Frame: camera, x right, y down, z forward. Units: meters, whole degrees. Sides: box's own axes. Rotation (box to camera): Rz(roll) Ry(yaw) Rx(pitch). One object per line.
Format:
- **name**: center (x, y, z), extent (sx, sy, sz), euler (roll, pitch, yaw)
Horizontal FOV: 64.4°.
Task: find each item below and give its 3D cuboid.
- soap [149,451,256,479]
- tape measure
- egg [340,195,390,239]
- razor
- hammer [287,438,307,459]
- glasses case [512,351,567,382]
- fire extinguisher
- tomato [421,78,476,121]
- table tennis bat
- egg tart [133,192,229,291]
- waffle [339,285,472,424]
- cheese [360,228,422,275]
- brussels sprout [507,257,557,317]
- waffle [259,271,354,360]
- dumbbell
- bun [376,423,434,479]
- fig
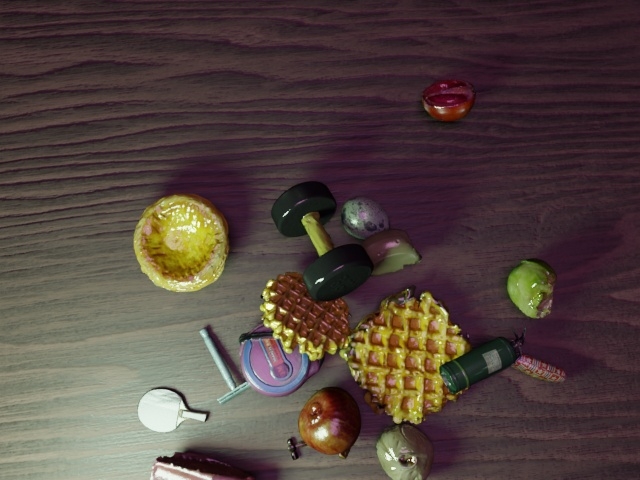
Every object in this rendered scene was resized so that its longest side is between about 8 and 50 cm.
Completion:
- **soap**: center (-0.328, 0.703, 1.465), extent (0.290, 0.182, 0.112), euler (13, 79, 8)
- **tape measure**: center (-0.121, 0.350, 1.545), extent (0.246, 0.149, 0.231), euler (-22, 78, -11)
- **egg**: center (0.145, -0.066, 1.614), extent (0.172, 0.132, 0.132), euler (33, 82, -7)
- **razor**: center (-0.315, 0.379, 1.581), extent (0.106, 0.068, 0.231), euler (-32, 77, -6)
- **hammer**: center (-0.012, 0.618, 1.560), extent (0.179, 0.021, 0.065), euler (-15, 81, -5)
- **glasses case**: center (0.661, 0.393, 1.567), extent (0.195, 0.073, 0.049), euler (20, 74, 4)
- **fire extinguisher**: center (0.499, 0.353, 1.511), extent (0.295, 0.093, 0.118), euler (-23, 98, -12)
- **tomato**: center (0.429, -0.457, 1.700), extent (0.174, 0.099, 0.189), euler (-1, 41, 14)
- **table tennis bat**: center (-0.458, 0.531, 1.573), extent (0.221, 0.019, 0.130), euler (9, 82, 3)
- **egg tart**: center (-0.426, 0.010, 1.604), extent (0.319, 0.128, 0.318), euler (0, 82, 2)
- **waffle**: center (0.277, 0.357, 1.567), extent (0.382, 0.095, 0.379), euler (-33, 83, -8)
- **cheese**: center (0.202, 0.040, 1.589), extent (0.203, 0.175, 0.091), euler (-23, 55, 22)
- **brussels sprout**: center (0.659, 0.143, 1.579), extent (0.131, 0.145, 0.183), euler (-17, 124, -26)
- **waffle**: center (-0.032, 0.213, 1.504), extent (0.329, 0.329, 0.062), euler (30, 125, 5)
- **dumbbell**: center (0.000, 0.000, 1.526), extent (0.204, 0.203, 0.322), euler (-26, 63, -4)
- **bun**: center (0.254, 0.636, 1.508), extent (0.173, 0.113, 0.166), euler (8, 81, -1)
- **fig**: center (0.038, 0.538, 1.494), extent (0.206, 0.205, 0.205), euler (0, 81, 0)
